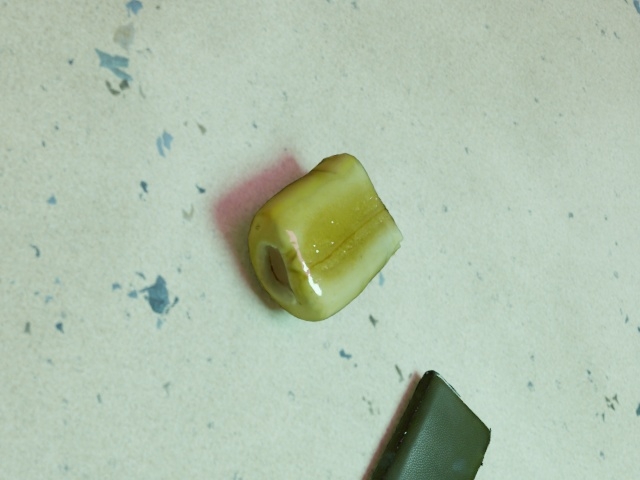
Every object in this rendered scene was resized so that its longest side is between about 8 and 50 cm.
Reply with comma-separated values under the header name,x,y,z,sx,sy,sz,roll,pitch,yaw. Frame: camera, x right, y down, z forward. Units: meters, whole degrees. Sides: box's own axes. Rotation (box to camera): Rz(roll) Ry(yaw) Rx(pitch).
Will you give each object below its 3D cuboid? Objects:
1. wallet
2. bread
name,x,y,z,sx,sy,sz,roll,pitch,yaw
wallet,0.109,0.240,1.626,0.110,0.031,0.198,46,48,-19
bread,-0.001,0.000,1.589,0.173,0.085,0.134,-36,101,-45
